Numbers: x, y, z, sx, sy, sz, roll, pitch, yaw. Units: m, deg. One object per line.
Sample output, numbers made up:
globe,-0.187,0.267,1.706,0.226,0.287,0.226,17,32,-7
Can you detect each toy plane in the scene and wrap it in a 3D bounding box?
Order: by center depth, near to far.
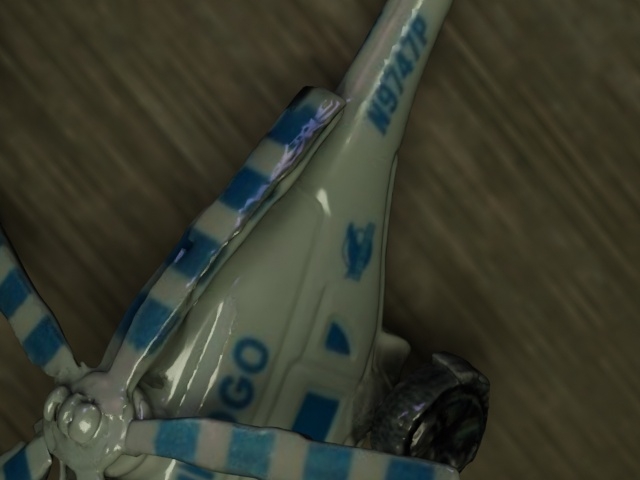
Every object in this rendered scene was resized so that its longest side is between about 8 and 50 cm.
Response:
toy plane,-0.007,-0.005,0.508,0.182,0.107,0.273,7,80,39
